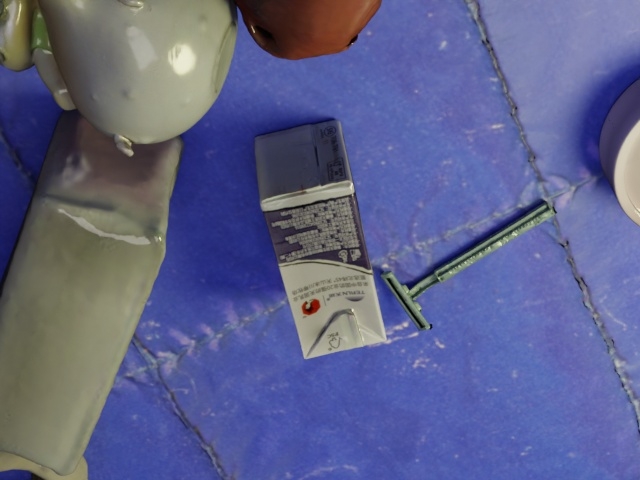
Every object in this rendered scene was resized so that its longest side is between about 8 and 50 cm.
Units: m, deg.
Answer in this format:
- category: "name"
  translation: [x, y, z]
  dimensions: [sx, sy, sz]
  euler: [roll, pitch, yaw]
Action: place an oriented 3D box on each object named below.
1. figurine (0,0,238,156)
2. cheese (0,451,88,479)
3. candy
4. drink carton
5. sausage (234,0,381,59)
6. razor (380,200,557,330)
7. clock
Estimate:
- category: "figurine"
  translation: [-0.274, -0.233, 1.278]
  dimensions: [0.394, 0.274, 0.226]
  euler: [17, 77, 1]
- category: "cheese"
  translation: [-0.424, 0.312, 1.628]
  dimensions: [0.332, 0.153, 0.292]
  euler: [-24, 127, -3]
- category: "candy"
  translation: [-0.266, 0.052, 1.470]
  dimensions: [0.145, 0.208, 0.358]
  euler: [19, 120, -12]
- category: "drink carton"
  translation: [0.000, 0.001, 1.509]
  dimensions: [0.102, 0.134, 0.222]
  euler: [-13, 124, 0]
- category: "sausage"
  translation: [0.000, -0.276, 1.224]
  dimensions: [0.152, 0.152, 0.279]
  euler: [2, 145, -8]
- category: "razor"
  translation: [0.179, 0.017, 1.607]
  dimensions: [0.211, 0.036, 0.084]
  euler: [-33, 102, 9]
- category: "clock"
  translation: [0.412, -0.100, 1.534]
  dimensions: [0.197, 0.068, 0.197]
  euler: [-3, 124, -5]
